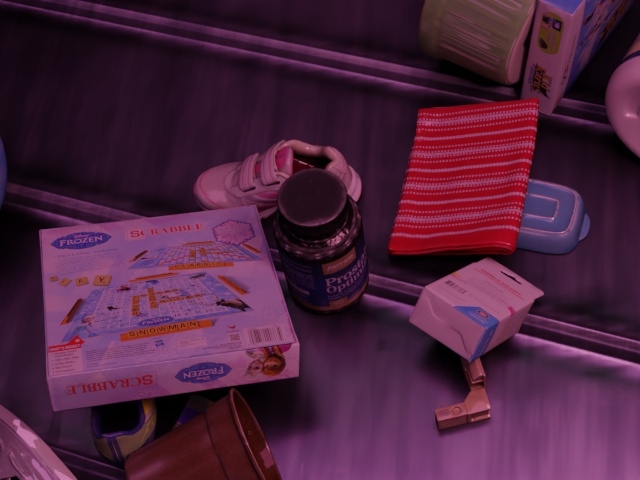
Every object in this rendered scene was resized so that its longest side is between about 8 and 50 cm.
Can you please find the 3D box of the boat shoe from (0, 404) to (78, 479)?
[{"bbox_3d":[-0.398,0.304,1.571,0.227,0.079,0.081,39,66,23],"label":"boat shoe"}]

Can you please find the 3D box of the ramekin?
[{"bbox_3d":[0.290,-0.384,1.777,0.148,0.303,0.303,32,68,16],"label":"ramekin"}]

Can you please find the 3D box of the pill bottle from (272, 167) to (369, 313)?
[{"bbox_3d":[0.000,0.000,1.620,0.123,0.219,0.122,-3,58,5],"label":"pill bottle"}]

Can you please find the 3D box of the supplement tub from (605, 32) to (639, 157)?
[{"bbox_3d":[0.582,-0.271,1.699,0.235,0.235,0.325,27,66,22],"label":"supplement tub"}]

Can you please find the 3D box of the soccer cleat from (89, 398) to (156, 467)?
[{"bbox_3d":[-0.270,0.166,1.613,0.093,0.121,0.289,-8,58,3],"label":"soccer cleat"}]

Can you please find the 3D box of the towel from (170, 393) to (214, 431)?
[{"bbox_3d":[-0.171,0.254,1.612,0.060,0.009,0.083,20,64,20],"label":"towel"}]

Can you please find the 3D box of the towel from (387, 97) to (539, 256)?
[{"bbox_3d":[0.210,-0.094,1.729,0.199,0.031,0.274,-2,57,27],"label":"towel"}]

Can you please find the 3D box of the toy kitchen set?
[{"bbox_3d":[0.182,0.194,1.567,0.075,0.068,0.083,-14,58,-1],"label":"toy kitchen set"}]

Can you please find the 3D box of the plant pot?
[{"bbox_3d":[-0.151,0.298,1.502,0.165,0.167,0.167,-25,59,0],"label":"plant pot"}]

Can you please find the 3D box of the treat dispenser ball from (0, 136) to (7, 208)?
[{"bbox_3d":[-0.608,-0.101,1.723,0.288,0.288,0.288,-3,58,6],"label":"treat dispenser ball"}]

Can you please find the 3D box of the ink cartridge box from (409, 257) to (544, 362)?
[{"bbox_3d":[0.216,0.091,1.601,0.104,0.061,0.181,35,30,24],"label":"ink cartridge box"}]

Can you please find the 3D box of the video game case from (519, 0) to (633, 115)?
[{"bbox_3d":[0.405,-0.358,1.770,0.061,0.244,0.269,32,68,17],"label":"video game case"}]

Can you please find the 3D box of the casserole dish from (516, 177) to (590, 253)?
[{"bbox_3d":[0.300,-0.045,1.717,0.188,0.037,0.114,12,61,15],"label":"casserole dish"}]

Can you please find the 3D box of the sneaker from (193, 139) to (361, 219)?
[{"bbox_3d":[-0.069,-0.099,1.754,0.252,0.111,0.103,-8,58,3],"label":"sneaker"}]

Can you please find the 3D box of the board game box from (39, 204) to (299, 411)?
[{"bbox_3d":[-0.214,0.081,1.599,0.319,0.065,0.318,-6,37,-10],"label":"board game box"}]
